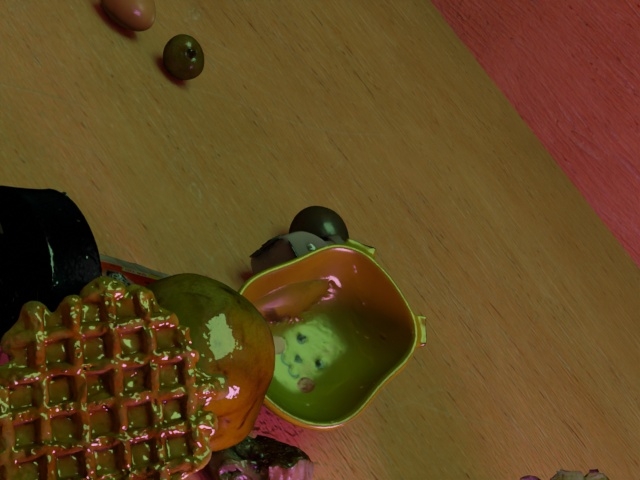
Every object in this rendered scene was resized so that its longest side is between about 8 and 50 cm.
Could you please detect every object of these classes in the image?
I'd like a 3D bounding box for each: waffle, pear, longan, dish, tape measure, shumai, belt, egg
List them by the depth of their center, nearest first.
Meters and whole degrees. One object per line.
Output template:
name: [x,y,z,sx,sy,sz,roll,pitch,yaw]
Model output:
waffle: [-0.214,0.162,1.209,0.243,0.238,0.059,42,-18,-9]
belt: [-0.306,0.030,1.310,0.078,0.151,0.198,3,51,-48]
pear: [-0.144,0.133,1.371,0.200,0.200,0.200,37,27,-22]
shumai: [-0.059,0.266,1.442,0.139,0.105,0.123,60,6,-46]
dish: [-0.006,0.131,1.620,0.262,0.108,0.221,-32,82,-29]
tape measure: [0.024,0.090,1.790,0.197,0.120,0.236,-21,79,-55]
longan: [0.000,0.000,1.919,0.113,0.092,0.113,56,-8,12]
egg: [-0.307,-0.381,1.993,0.096,0.080,0.080,55,25,-1]
longan: [-0.219,-0.299,2.014,0.075,0.083,0.075,6,78,-29]

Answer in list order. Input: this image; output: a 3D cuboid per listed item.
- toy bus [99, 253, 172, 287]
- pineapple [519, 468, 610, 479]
toy bus: [-0.229,0.068,1.470,0.174,0.079,0.077,21,27,-44]
pineapple: [0.273,0.497,1.598,0.344,0.209,0.286,-60,139,-40]
